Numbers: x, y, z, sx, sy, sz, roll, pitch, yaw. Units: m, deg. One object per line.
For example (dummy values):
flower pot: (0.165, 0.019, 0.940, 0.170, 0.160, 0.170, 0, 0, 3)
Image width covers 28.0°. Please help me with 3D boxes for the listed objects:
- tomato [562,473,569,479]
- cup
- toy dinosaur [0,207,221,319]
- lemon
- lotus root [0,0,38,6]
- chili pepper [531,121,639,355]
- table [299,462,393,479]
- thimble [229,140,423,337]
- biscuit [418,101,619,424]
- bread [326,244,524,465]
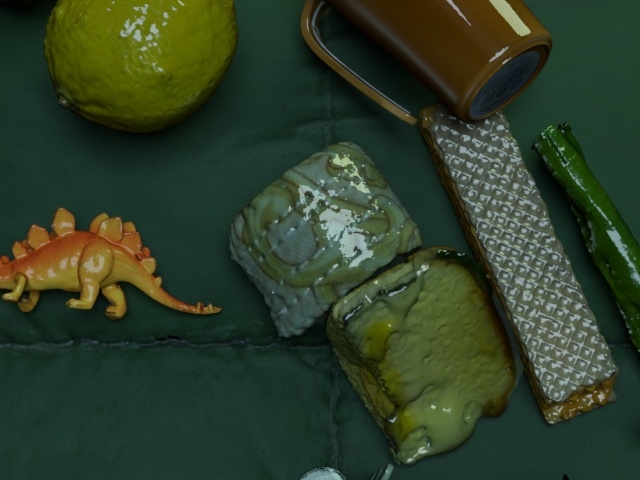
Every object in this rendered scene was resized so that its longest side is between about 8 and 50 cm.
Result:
tomato: (0.218, 0.364, 1.216, 0.255, 0.256, 0.225, -1, 51, -4)
cup: (0.105, -0.248, 1.399, 0.226, 0.182, 0.264, -45, 70, 19)
toy dinosaur: (-0.247, 0.023, 1.377, 0.288, 0.070, 0.117, 4, 75, -7)
lemon: (-0.191, -0.214, 1.373, 0.192, 0.192, 0.231, 40, 73, 7)
lotus root: (-0.347, -0.386, 1.364, 0.316, 0.316, 0.250, 34, 88, 5)
chili pepper: (0.324, 0.038, 1.399, 0.076, 0.085, 0.359, -26, 77, 20)
table: (0.022, 0.297, 1.253, 0.166, 0.198, 0.167, 1, 76, -3)
thimble: (0.000, 0.000, 1.362, 0.190, 0.137, 0.143, -37, 81, 7)
biscuit: (0.216, 0.012, 1.411, 0.094, 0.054, 0.379, -20, 78, -8)
bread: (0.096, 0.100, 1.346, 0.174, 0.252, 0.133, -35, 37, -10)
